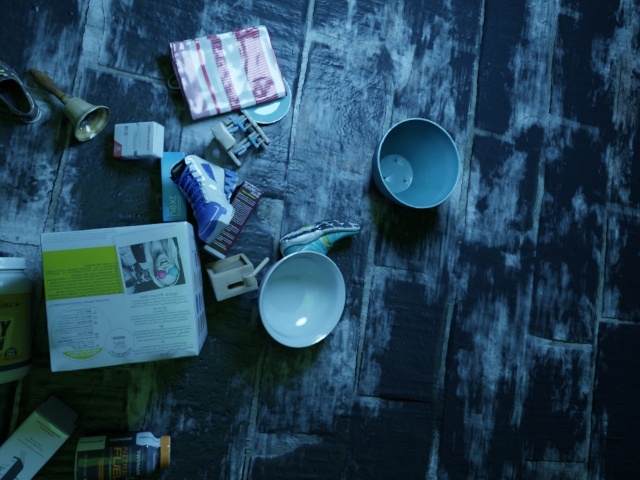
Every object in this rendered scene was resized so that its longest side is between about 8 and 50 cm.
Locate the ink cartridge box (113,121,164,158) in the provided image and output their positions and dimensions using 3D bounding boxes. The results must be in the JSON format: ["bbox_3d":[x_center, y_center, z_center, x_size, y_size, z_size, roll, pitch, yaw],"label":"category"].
[{"bbox_3d":[-0.535,-0.292,1.486,0.135,0.056,0.099,1,86,16],"label":"ink cartridge box"}]

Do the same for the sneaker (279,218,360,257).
[{"bbox_3d":[0.000,0.000,1.658,0.276,0.107,0.109,-17,111,-12],"label":"sneaker"}]

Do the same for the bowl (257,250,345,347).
[{"bbox_3d":[-0.081,0.173,1.572,0.298,0.134,0.297,-3,96,-31],"label":"bowl"}]

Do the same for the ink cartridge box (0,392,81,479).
[{"bbox_3d":[-0.784,0.564,1.319,0.114,0.197,0.273,44,76,-10],"label":"ink cartridge box"}]

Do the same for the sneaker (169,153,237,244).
[{"bbox_3d":[-0.349,-0.138,1.445,0.182,0.315,0.127,31,120,-27],"label":"sneaker"}]

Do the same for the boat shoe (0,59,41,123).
[{"bbox_3d":[-0.880,-0.437,1.415,0.081,0.069,0.227,-41,99,-15],"label":"boat shoe"}]

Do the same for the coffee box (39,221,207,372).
[{"bbox_3d":[-0.494,0.137,1.337,0.339,0.337,0.334,-5,89,-9],"label":"coffee box"}]

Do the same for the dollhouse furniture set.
[{"bbox_3d":[-0.239,-0.313,1.532,0.129,0.184,0.129,-39,99,-4],"label":"dollhouse furniture set"}]

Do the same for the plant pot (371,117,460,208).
[{"bbox_3d":[0.290,-0.242,1.693,0.291,0.195,0.290,1,87,-17],"label":"plant pot"}]

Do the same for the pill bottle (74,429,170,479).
[{"bbox_3d":[-0.552,0.608,1.423,0.246,0.130,0.130,1,87,-17],"label":"pill bottle"}]

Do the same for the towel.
[{"bbox_3d":[-0.285,-0.531,1.581,0.329,0.037,0.236,-20,98,-19],"label":"towel"}]

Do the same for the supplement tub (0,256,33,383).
[{"bbox_3d":[-0.873,0.201,1.298,0.229,0.228,0.315,0,87,-17],"label":"supplement tub"}]

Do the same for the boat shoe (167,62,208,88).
[{"bbox_3d":[-0.414,-0.521,1.576,0.142,0.040,0.049,-33,97,-16],"label":"boat shoe"}]

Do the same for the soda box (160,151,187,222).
[{"bbox_3d":[-0.446,-0.160,1.532,0.071,0.067,0.209,-2,88,-17],"label":"soda box"}]

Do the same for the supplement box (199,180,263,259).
[{"bbox_3d":[-0.275,-0.060,1.545,0.073,0.130,0.239,32,79,-16],"label":"supplement box"}]

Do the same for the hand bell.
[{"bbox_3d":[-0.744,-0.414,1.450,0.242,0.126,0.126,41,76,1],"label":"hand bell"}]

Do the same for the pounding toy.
[{"bbox_3d":[-0.232,0.116,1.503,0.181,0.206,0.094,-17,110,-17],"label":"pounding toy"}]

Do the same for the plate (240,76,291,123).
[{"bbox_3d":[-0.189,-0.474,1.651,0.188,0.024,0.188,1,86,-16],"label":"plate"}]
